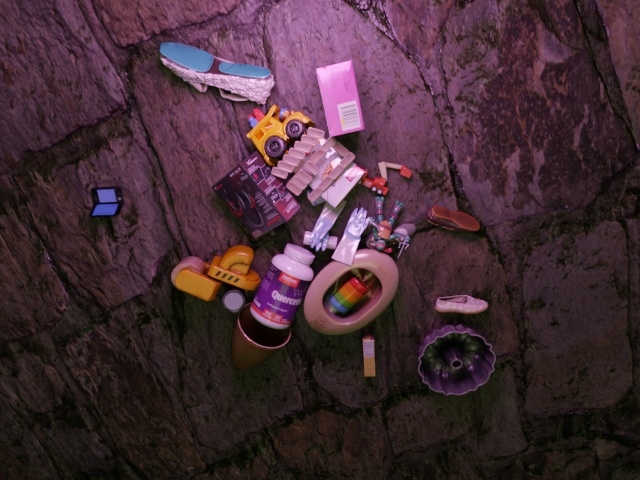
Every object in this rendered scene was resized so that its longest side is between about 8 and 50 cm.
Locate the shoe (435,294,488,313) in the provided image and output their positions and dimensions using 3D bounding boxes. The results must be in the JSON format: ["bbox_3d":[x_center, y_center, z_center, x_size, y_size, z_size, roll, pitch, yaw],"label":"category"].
[{"bbox_3d":[0.599,0.268,1.735,0.219,0.076,0.058,-2,115,5],"label":"shoe"}]

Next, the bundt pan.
[{"bbox_3d":[0.581,0.505,1.796,0.331,0.124,0.330,1,110,2],"label":"bundt pan"}]

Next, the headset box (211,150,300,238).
[{"bbox_3d":[-0.233,-0.153,1.545,0.218,0.110,0.293,-23,111,44],"label":"headset box"}]

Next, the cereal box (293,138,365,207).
[{"bbox_3d":[0.024,-0.261,1.530,0.240,0.047,0.173,41,99,9],"label":"cereal box"}]

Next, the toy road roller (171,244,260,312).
[{"bbox_3d":[-0.402,0.116,1.654,0.330,0.202,0.240,23,97,-12],"label":"toy road roller"}]

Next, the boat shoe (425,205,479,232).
[{"bbox_3d":[0.521,-0.076,1.624,0.207,0.073,0.073,21,146,-2],"label":"boat shoe"}]

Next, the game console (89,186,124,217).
[{"bbox_3d":[-0.858,-0.154,1.632,0.122,0.071,0.107,-2,110,2],"label":"game console"}]

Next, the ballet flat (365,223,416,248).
[{"bbox_3d":[0.285,-0.010,1.649,0.213,0.068,0.072,-16,109,7],"label":"ballet flat"}]

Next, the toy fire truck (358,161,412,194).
[{"bbox_3d":[0.237,-0.251,1.576,0.192,0.047,0.135,24,108,-6],"label":"toy fire truck"}]

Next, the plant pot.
[{"bbox_3d":[-0.286,0.437,1.760,0.237,0.237,0.254,27,120,-8],"label":"plant pot"}]

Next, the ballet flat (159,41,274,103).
[{"bbox_3d":[-0.368,-0.570,1.444,0.409,0.147,0.147,15,109,-3],"label":"ballet flat"}]

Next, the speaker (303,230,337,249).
[{"bbox_3d":[0.000,0.000,1.669,0.136,0.055,0.055,10,110,-2],"label":"speaker"}]

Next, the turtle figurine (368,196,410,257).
[{"bbox_3d":[0.247,-0.047,1.567,0.175,0.234,0.118,21,153,-20],"label":"turtle figurine"}]

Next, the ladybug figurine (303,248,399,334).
[{"bbox_3d":[0.117,0.204,1.681,0.449,0.162,0.305,-41,104,14],"label":"ladybug figurine"}]

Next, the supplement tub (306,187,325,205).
[{"bbox_3d":[0.007,-0.186,1.594,0.107,0.071,0.071,-24,107,10],"label":"supplement tub"}]

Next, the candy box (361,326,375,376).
[{"bbox_3d":[0.210,0.490,1.809,0.053,0.109,0.186,-3,109,2],"label":"candy box"}]

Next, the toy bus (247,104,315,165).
[{"bbox_3d":[-0.160,-0.414,1.493,0.220,0.149,0.211,-42,88,12],"label":"toy bus"}]

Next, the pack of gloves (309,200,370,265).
[{"bbox_3d":[0.070,-0.046,1.575,0.195,0.046,0.232,21,83,16],"label":"pack of gloves"}]

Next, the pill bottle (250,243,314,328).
[{"bbox_3d":[-0.145,0.182,1.658,0.182,0.181,0.323,24,99,-7],"label":"pill bottle"}]

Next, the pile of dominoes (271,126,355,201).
[{"bbox_3d":[-0.030,-0.276,1.470,0.196,0.040,0.251,38,112,-19],"label":"pile of dominoes"}]

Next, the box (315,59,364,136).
[{"bbox_3d":[0.067,-0.480,1.395,0.117,0.243,0.213,-12,109,5],"label":"box"}]
